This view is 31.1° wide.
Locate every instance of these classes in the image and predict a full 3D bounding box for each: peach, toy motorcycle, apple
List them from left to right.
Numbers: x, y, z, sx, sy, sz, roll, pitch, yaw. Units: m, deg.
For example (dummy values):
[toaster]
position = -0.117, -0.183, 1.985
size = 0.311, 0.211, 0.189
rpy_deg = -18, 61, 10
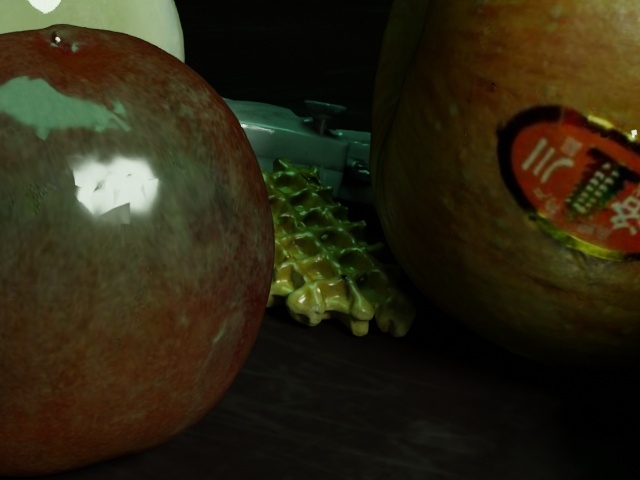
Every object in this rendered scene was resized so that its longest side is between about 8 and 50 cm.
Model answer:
[peach]
position = -0.146, 0.000, 0.624
size = 0.252, 0.252, 0.252
rpy_deg = 9, 22, -4
[toy motorcycle]
position = -0.053, -0.083, 1.051
size = 0.260, 0.110, 0.171
rpy_deg = 8, 10, -19
[apple]
position = 0.213, -0.102, 0.826
size = 0.333, 0.400, 0.400
rpy_deg = 15, 21, -7

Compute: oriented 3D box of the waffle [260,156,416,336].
[waffle]
position = 0.000, 0.000, 0.897
size = 0.160, 0.046, 0.192
rpy_deg = 9, 36, 3

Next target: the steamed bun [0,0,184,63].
[steamed bun]
position = -0.257, -0.119, 0.842
size = 0.312, 0.233, 0.334
rpy_deg = -27, 14, -9
